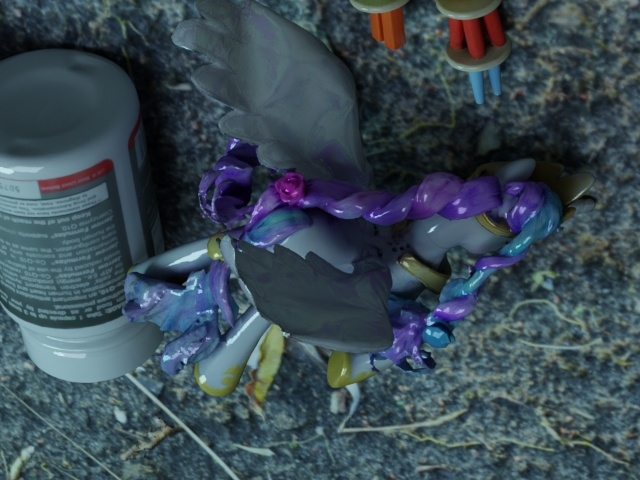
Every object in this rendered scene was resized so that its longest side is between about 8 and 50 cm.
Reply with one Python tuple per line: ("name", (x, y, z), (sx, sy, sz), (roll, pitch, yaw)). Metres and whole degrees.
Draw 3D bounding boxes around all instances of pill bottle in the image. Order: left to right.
("pill bottle", (-0.224, -0.016, 1.718), (0.161, 0.161, 0.283), (12, 136, 18))

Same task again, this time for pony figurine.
("pony figurine", (0.000, 0.000, 1.571), (0.351, 0.302, 0.363), (14, 146, -36))

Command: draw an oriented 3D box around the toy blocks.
("toy blocks", (0.083, -0.172, 1.475), (0.123, 0.054, 0.148), (6, 135, 22))
